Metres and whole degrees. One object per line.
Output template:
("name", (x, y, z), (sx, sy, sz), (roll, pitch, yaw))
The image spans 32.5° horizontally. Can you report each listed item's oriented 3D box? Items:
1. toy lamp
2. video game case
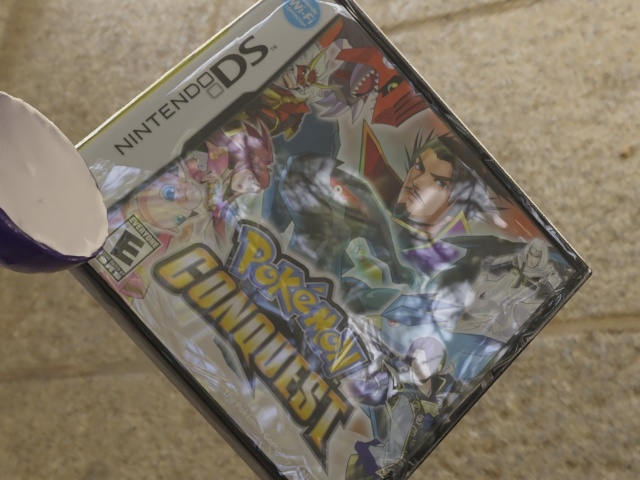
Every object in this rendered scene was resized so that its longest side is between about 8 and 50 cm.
("toy lamp", (-0.202, 0.048, 0.422), (0.275, 0.080, 0.080), (-33, 49, 19))
("video game case", (0.000, 0.000, 0.671), (0.248, 0.275, 0.035), (-43, 3, -23))
